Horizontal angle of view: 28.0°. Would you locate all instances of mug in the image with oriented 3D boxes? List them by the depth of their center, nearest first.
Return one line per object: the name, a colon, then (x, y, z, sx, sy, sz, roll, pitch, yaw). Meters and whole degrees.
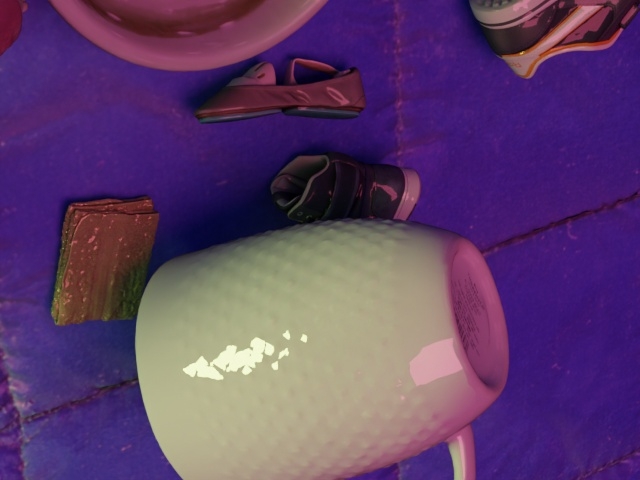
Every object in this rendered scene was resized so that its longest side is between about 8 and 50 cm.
mug: (0.032, 0.158, 1.362, 0.276, 0.328, 0.374, -35, 108, -64)

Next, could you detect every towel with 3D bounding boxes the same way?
towel: (-0.235, 0.023, 1.395, 0.110, 0.027, 0.148, -3, 116, -34)

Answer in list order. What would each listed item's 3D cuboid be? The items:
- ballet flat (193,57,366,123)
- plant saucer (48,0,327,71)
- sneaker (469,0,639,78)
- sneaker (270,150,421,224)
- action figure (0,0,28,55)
ballet flat: (-0.045, -0.164, 1.403, 0.213, 0.072, 0.068, -6, 91, -33)
plant saucer: (-0.118, -0.361, 1.199, 0.400, 0.100, 0.400, -18, 124, -29)
sneaker: (0.332, -0.317, 1.525, 0.321, 0.126, 0.127, -32, 126, -1)
sneaker: (0.000, -0.002, 1.505, 0.163, 0.086, 0.226, 11, 114, -32)
action figure: (-0.322, -0.210, 1.043, 0.248, 0.276, 0.370, -19, 122, -28)
